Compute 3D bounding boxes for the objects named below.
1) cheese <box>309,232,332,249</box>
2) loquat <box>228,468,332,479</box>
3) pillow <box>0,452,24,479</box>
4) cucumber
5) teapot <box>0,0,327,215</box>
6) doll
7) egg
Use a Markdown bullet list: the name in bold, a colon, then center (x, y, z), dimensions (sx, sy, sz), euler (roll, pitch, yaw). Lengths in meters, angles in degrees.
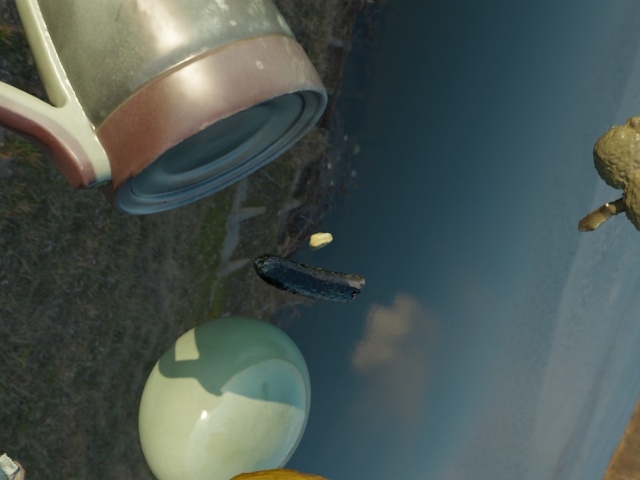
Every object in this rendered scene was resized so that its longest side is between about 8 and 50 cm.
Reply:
- **cheese**: center (0.000, 0.000, 1.136), dimensions (0.083, 0.044, 0.030), euler (91, -15, -84)
- **loquat**: center (-0.030, 0.319, 0.543), dimensions (0.244, 0.244, 0.243), euler (-34, 136, -42)
- **pillow**: center (-0.491, 0.399, 0.793), dimensions (0.131, 0.038, 0.232), euler (19, 70, -24)
- **cucumber**: center (-0.022, 0.073, 1.073), dimensions (0.245, 0.067, 0.067), euler (13, 99, -38)
- **teapot**: center (-0.197, -0.195, 0.565), dimensions (0.315, 0.312, 0.233), euler (-26, 174, -38)
- **doll**: center (0.501, -0.050, 0.888), dimensions (0.091, 0.285, 0.202), euler (-8, 131, -14)
- **egg**: center (-0.156, 0.274, 1.014), dimensions (0.389, 0.276, 0.275), euler (-67, 171, -75)
